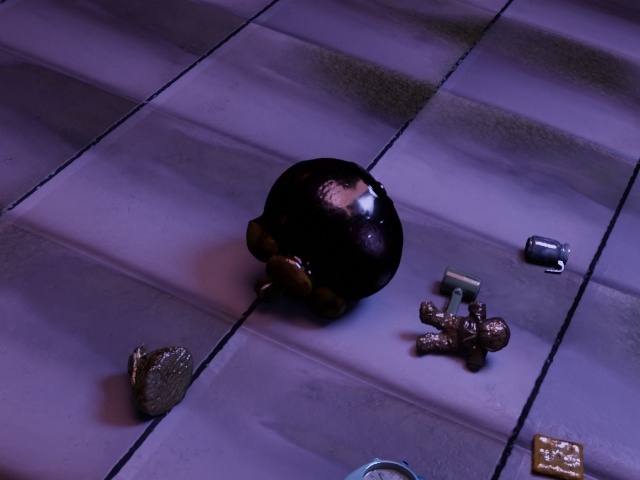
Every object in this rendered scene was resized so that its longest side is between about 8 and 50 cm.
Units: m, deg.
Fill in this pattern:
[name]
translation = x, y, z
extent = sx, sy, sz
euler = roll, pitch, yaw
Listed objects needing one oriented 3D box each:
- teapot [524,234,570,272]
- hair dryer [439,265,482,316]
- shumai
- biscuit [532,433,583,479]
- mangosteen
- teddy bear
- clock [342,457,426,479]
[teapot]
translation = 0.441, 0.024, 2.302
extent = 0.083, 0.049, 0.064
euler = 12, 37, 0
[hair dryer]
translation = 0.243, 0.112, 2.146
extent = 0.071, 0.047, 0.150
euler = 18, 44, 8
[shumai]
translation = -0.265, 0.209, 1.850
extent = 0.087, 0.099, 0.123
euler = 13, 31, 31
[biscuit]
translation = 0.379, 0.347, 1.890
extent = 0.083, 0.018, 0.081
euler = 13, 37, 3
[mangosteen]
translation = 0.002, -0.003, 2.076
extent = 0.287, 0.288, 0.233
euler = 7, 27, -5
[teddy bear]
translation = 0.249, 0.162, 2.052
extent = 0.160, 0.078, 0.119
euler = 5, 78, 12
[clock]
translation = 0.104, 0.372, 1.762
extent = 0.108, 0.045, 0.147
euler = 36, 42, 28
